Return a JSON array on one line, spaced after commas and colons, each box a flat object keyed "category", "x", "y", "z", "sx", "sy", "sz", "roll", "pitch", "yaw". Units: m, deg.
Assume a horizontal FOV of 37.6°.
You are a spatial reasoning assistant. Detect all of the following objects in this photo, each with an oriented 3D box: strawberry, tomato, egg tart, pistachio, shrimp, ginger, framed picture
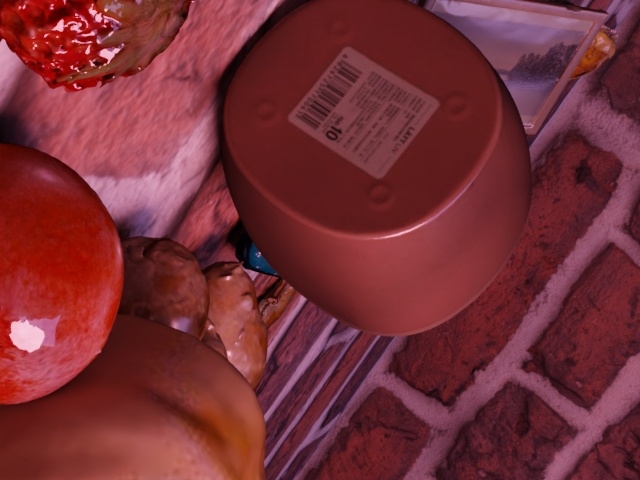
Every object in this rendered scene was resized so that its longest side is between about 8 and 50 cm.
[{"category": "strawberry", "x": -0.125, "y": -0.152, "z": 0.548, "sx": 0.145, "sy": 0.086, "sz": 0.145, "roll": -46, "pitch": 165, "yaw": -16}, {"category": "tomato", "x": -0.207, "y": 0.029, "z": 0.602, "sx": 0.167, "sy": 0.167, "sz": 0.167, "roll": -48, "pitch": 165, "yaw": -17}, {"category": "egg tart", "x": 0.319, "y": -0.298, "z": 1.396, "sx": 0.234, "sy": 0.234, "sz": 0.094, "roll": 39, "pitch": 51, "yaw": -76}, {"category": "pistachio", "x": -0.207, "y": 0.266, "z": 0.707, "sx": 0.445, "sy": 0.365, "sz": 0.281, "roll": -52, "pitch": 164, "yaw": 2}, {"category": "shrimp", "x": -0.078, "y": 0.091, "z": 1.357, "sx": 0.219, "sy": 0.046, "sz": 0.152, "roll": -48, "pitch": 167, "yaw": -32}, {"category": "ginger", "x": -0.150, "y": 0.126, "z": 0.981, "sx": 0.256, "sy": 0.176, "sz": 0.375, "roll": -69, "pitch": 165, "yaw": 1}, {"category": "framed picture", "x": 0.223, "y": -0.233, "z": 1.258, "sx": 0.289, "sy": 0.016, "sz": 0.213, "roll": 0, "pitch": 135, "yaw": -28}]

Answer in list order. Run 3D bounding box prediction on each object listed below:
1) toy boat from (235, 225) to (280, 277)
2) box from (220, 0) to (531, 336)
[{"category": "toy boat", "x": 0.000, "y": 0.000, "z": 1.218, "sx": 0.134, "sy": 0.092, "sz": 0.299, "roll": -70, "pitch": 159, "yaw": 2}, {"category": "box", "x": 0.049, "y": -0.080, "z": 0.890, "sx": 0.301, "sy": 0.301, "sz": 0.216, "roll": -50, "pitch": 158, "yaw": -9}]
